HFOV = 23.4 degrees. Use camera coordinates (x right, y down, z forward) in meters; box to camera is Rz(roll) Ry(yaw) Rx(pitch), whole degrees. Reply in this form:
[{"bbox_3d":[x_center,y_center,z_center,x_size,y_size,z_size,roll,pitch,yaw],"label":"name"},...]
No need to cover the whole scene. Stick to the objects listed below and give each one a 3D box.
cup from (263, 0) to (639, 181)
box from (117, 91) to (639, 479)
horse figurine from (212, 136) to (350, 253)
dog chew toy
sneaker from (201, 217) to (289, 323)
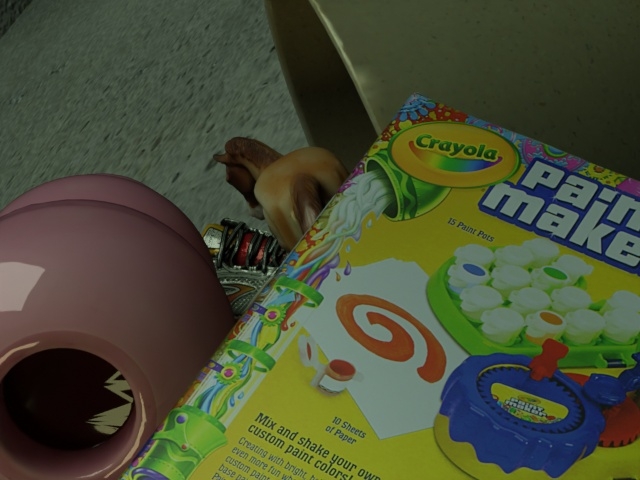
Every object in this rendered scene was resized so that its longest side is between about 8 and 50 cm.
[{"bbox_3d":[0.131,-0.074,0.993,0.237,0.331,0.331,-24,22,-6],"label":"cup"},{"bbox_3d":[0.098,0.131,0.645,0.290,0.177,0.279,25,65,28],"label":"box"},{"bbox_3d":[0.000,0.000,0.995,0.066,0.174,0.263,-29,3,-3],"label":"horse figurine"},{"bbox_3d":[-0.158,0.047,1.060,0.206,0.206,0.332,-38,18,10],"label":"dog chew toy"},{"bbox_3d":[-0.064,0.028,1.349,0.225,0.093,0.088,-16,35,46],"label":"sneaker"}]
